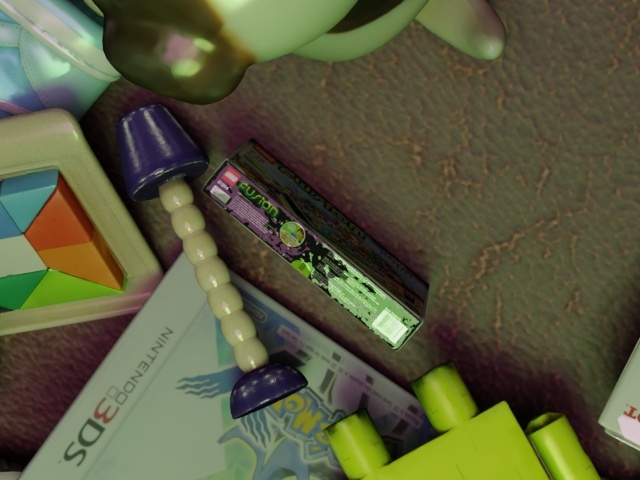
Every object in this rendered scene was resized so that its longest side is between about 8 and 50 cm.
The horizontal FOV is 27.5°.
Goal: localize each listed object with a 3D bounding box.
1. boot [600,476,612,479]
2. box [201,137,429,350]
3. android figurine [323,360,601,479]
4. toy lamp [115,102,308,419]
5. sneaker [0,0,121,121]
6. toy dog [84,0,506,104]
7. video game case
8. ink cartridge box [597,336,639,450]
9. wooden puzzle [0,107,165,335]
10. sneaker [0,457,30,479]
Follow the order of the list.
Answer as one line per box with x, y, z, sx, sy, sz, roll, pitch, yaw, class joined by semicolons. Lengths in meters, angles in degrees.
0.304;0.224;1.127;0.203;0.095;0.262;22;108;4;boot
0.000;0.000;1.101;0.207;0.114;0.036;39;105;-3;box
0.119;0.245;1.068;0.248;0.056;0.273;-30;83;-4;android figurine
-0.099;0.013;1.110;0.080;0.080;0.275;-26;82;13;toy lamp
-0.335;-0.174;1.099;0.319;0.127;0.208;36;104;-1;sneaker
-0.054;-0.223;0.901;0.284;0.408;0.395;-42;95;15;toy dog
-0.062;0.211;1.113;0.329;0.036;0.300;35;68;-2;video game case
0.334;0.095;1.048;0.148;0.086;0.203;28;89;16;ink cartridge box
-0.269;0.001;1.117;0.220;0.044;0.239;-10;138;10;wooden puzzle
-0.317;0.236;1.205;0.276;0.097;0.135;-17;75;-4;sneaker
